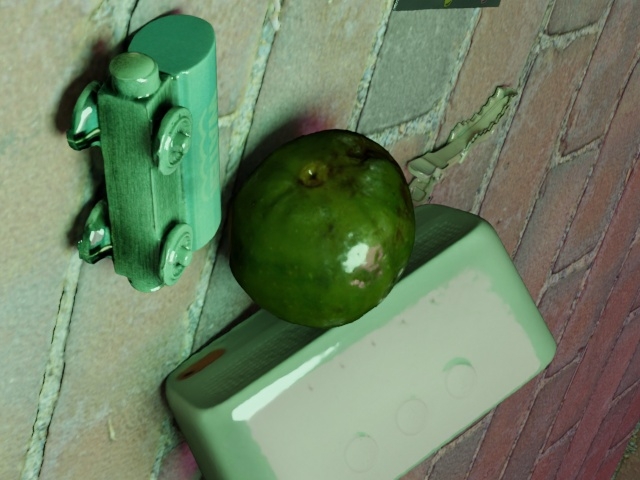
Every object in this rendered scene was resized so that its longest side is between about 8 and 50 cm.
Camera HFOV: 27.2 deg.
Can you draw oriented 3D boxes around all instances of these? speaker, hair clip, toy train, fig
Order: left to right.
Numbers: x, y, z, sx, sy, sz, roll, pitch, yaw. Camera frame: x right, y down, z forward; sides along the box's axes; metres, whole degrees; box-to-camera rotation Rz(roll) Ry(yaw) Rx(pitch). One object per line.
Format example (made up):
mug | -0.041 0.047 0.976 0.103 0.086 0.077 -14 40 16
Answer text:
toy train | -0.134 -0.071 1.116 0.248 0.101 0.159 95 21 -45
fig | 0.000 0.000 1.325 0.195 0.195 0.245 -49 168 -18
speaker | 0.041 0.136 1.425 0.406 0.183 0.184 -34 114 -18
hair clip | 0.179 -0.121 1.669 0.226 0.034 0.072 -41 153 -35

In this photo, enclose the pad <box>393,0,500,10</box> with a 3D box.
pad | 0.171 -0.333 1.454 0.245 0.006 0.170 -15 131 -54
